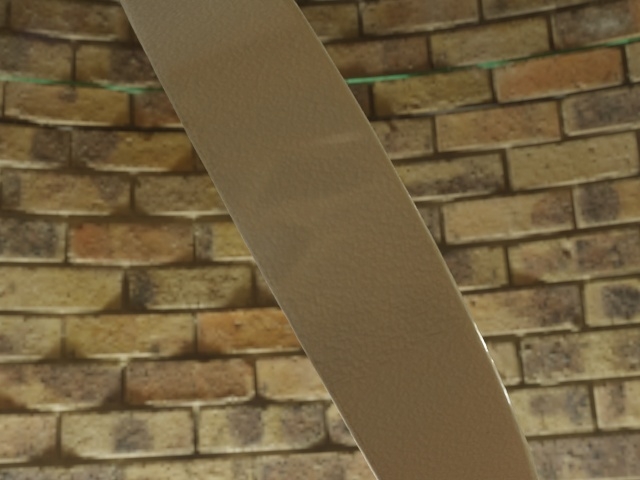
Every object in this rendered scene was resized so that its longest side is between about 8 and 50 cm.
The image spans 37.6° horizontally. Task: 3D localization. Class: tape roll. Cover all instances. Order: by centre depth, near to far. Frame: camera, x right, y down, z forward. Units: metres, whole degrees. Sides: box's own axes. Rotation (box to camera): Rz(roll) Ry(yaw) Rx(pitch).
[{"bbox_3d":[0.000,0.000,0.562,0.072,0.392,0.392,-29,165,-1],"label":"tape roll"}]
